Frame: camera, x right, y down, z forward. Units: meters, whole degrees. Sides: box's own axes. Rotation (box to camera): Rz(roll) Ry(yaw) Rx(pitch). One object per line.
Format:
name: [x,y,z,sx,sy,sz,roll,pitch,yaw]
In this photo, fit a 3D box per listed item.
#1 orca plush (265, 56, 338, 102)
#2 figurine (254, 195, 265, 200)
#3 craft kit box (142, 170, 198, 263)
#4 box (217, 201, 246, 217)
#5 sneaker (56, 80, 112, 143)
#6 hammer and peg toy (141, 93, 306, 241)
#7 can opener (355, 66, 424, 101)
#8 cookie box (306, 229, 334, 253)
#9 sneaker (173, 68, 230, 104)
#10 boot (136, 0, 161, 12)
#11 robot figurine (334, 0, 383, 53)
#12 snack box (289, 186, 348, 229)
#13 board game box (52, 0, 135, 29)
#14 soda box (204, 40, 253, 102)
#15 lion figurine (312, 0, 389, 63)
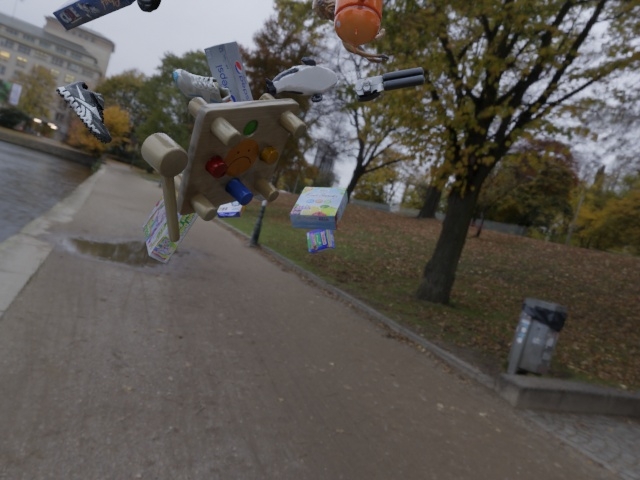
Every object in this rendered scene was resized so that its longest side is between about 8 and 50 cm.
orca plush: [-0.077,-0.517,1.535,0.102,0.287,0.151,-9,-64,57]
figurine: [-0.356,-0.269,2.047,0.210,0.092,0.215,23,7,-36]
craft kit box: [-0.386,-0.090,1.224,0.061,0.249,0.247,32,3,-34]
box: [-0.294,-0.116,1.528,0.081,0.028,0.136,-1,40,12]
sneaker: [-0.732,-0.421,1.454,0.234,0.106,0.078,50,-15,2]
hammer and peg toy: [-0.212,-0.161,0.923,0.127,0.265,0.361,44,40,20]
can opener: [0.277,-0.633,1.825,0.281,0.074,0.093,-8,-17,16]
cookie box: [0.000,0.000,1.913,0.107,0.091,0.040,-16,-17,26]
sneaker: [-0.398,-0.518,1.519,0.092,0.087,0.229,-22,-14,23]
boot: [-0.426,-0.784,1.318,0.094,0.246,0.207,21,23,33]
robot figurine: [0.101,-0.620,1.201,0.128,0.219,0.158,14,-13,-41]
snack box: [-0.002,-0.126,1.719,0.175,0.070,0.207,3,35,15]
board game box: [-0.412,-0.507,0.907,0.243,0.165,0.042,6,-35,36]
soda box: [-0.330,-0.583,1.690,0.091,0.286,0.098,-4,26,23]
lion figurine: [0.126,-0.900,1.907,0.240,0.142,0.392,-6,57,-27]
